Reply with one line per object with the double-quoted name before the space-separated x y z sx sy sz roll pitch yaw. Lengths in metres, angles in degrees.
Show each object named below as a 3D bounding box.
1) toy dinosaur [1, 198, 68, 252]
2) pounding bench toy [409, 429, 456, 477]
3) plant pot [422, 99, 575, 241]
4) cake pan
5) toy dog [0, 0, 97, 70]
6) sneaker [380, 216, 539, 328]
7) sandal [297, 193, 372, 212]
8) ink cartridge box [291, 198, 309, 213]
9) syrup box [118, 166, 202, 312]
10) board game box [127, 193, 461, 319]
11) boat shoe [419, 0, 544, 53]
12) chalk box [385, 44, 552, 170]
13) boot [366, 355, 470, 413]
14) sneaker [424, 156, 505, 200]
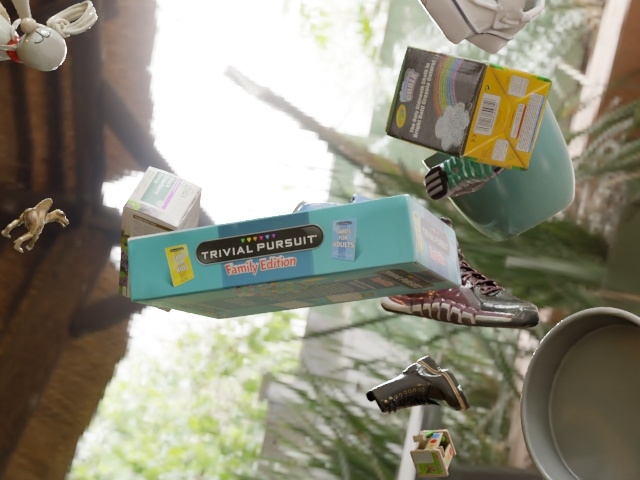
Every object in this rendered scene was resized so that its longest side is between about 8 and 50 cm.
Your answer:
"toy dinosaur" -0.463 -0.032 1.797 0.092 0.053 0.183 -50 -6 2
"pounding bench toy" 0.181 0.334 1.845 0.065 0.052 0.083 -54 -50 -54
"plant pot" 0.401 -0.141 2.385 0.235 0.293 0.293 60 -174 0
"cake pan" 0.420 0.246 1.654 0.293 0.054 0.293 -17 67 49
"toy dog" -0.573 -0.381 1.935 0.161 0.334 0.220 64 -146 -38
"sneaker" 0.215 0.046 1.750 0.106 0.281 0.162 7 -90 -50
"sandal" 0.000 0.000 1.632 0.138 0.317 0.126 53 127 34
"ink cartridge box" -0.002 0.011 2.003 0.109 0.150 0.063 -55 2 5
"syrup box" -0.255 0.002 1.786 0.237 0.096 0.093 104 -171 -51
"board game box" -0.022 0.027 1.356 0.254 0.336 0.079 25 -123 -70
"boat shoe" 0.149 -0.238 1.056 0.084 0.095 0.258 -34 -6 21
"chalk box" 0.186 -0.187 1.557 0.213 0.132 0.132 27 106 52
"boot" 0.174 0.285 2.015 0.077 0.137 0.198 67 169 -13
"sneaker" 0.295 -0.138 2.089 0.224 0.098 0.083 -25 73 49
